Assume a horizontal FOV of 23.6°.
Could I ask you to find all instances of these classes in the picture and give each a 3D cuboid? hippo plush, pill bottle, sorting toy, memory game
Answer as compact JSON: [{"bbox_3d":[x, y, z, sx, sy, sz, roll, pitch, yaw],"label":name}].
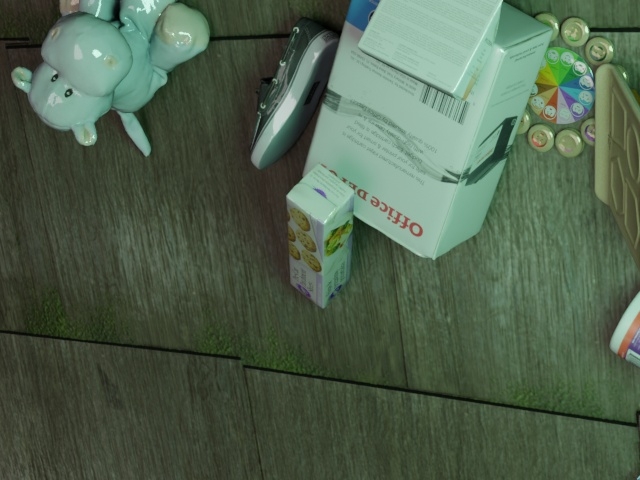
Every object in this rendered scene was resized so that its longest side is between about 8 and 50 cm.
[{"bbox_3d":[-0.330,-0.260,2.138,0.234,0.236,0.294,44,128,10],"label":"hippo plush"},{"bbox_3d":[0.460,0.138,1.856,0.193,0.108,0.108,33,125,18],"label":"pill bottle"},{"bbox_3d":[0.367,-0.083,1.781,0.038,0.208,0.193,-8,121,-4],"label":"sorting toy"},{"bbox_3d":[0.291,-0.191,1.888,0.186,0.012,0.186,14,118,29],"label":"memory game"}]

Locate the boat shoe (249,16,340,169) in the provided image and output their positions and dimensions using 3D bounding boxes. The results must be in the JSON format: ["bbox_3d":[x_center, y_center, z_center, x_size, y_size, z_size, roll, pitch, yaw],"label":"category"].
[{"bbox_3d":[-0.050,-0.203,2.078,0.076,0.080,0.228,42,127,20],"label":"boat shoe"}]

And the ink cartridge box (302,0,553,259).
[{"bbox_3d":[0.129,-0.168,1.926,0.223,0.129,0.307,33,126,25],"label":"ink cartridge box"}]

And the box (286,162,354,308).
[{"bbox_3d":[0.000,0.000,2.026,0.067,0.063,0.324,39,163,13],"label":"box"}]

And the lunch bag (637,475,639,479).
[{"bbox_3d":[0.453,0.317,1.963,0.083,0.071,0.053,39,128,15],"label":"lunch bag"}]

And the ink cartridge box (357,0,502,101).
[{"bbox_3d":[0.145,-0.271,1.777,0.145,0.045,0.179,30,92,27],"label":"ink cartridge box"}]
